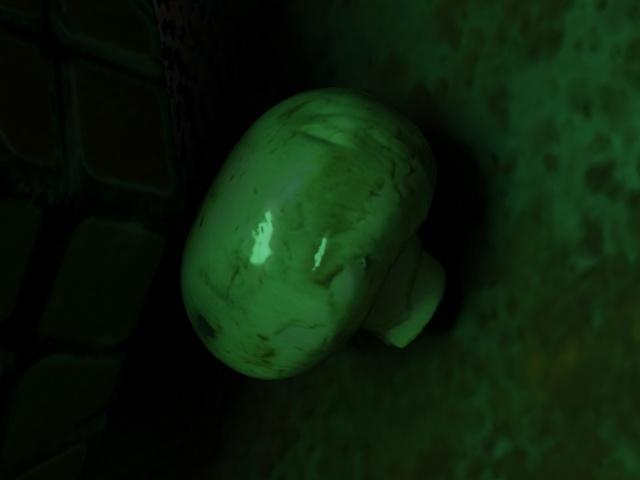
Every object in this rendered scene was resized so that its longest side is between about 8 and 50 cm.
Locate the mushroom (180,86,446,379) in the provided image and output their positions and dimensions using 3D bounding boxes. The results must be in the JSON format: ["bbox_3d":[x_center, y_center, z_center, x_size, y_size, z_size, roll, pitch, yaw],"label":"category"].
[{"bbox_3d":[0.000,0.000,0.430,0.083,0.067,0.083,-55,13,18],"label":"mushroom"}]

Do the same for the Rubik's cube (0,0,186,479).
[{"bbox_3d":[-0.193,-0.023,0.454,0.319,0.319,0.264,20,129,50],"label":"Rubik's cube"}]
